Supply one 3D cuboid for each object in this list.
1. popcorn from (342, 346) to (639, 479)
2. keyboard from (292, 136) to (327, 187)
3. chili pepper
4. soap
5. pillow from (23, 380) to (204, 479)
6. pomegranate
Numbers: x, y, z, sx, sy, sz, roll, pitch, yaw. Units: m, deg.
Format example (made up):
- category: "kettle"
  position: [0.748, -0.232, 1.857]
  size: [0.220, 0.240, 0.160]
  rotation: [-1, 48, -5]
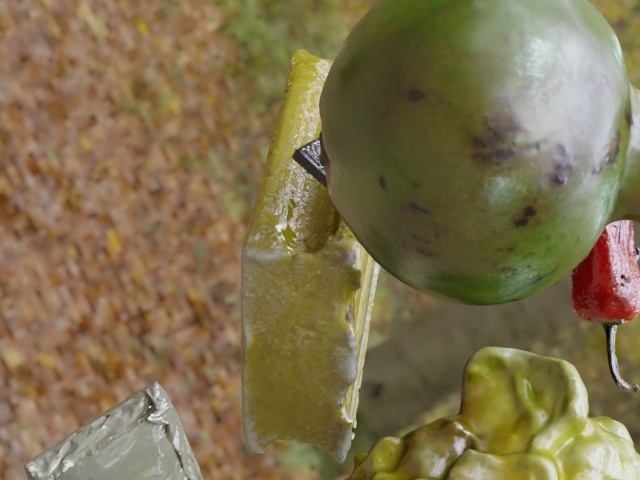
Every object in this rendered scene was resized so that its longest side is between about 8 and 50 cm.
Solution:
- category: "popcorn"
  position: [0.109, 0.193, 1.282]
  size: [0.181, 0.235, 0.216]
  rotation: [-119, -166, -61]
- category: "keyboard"
  position: [0.040, -0.063, 1.379]
  size: [0.061, 0.013, 0.204]
  rotation: [42, 24, 7]
- category: "chili pepper"
  position: [0.217, -0.016, 1.482]
  size: [0.050, 0.059, 0.267]
  rotation: [115, -29, -85]
- category: "soap"
  position: [0.000, 0.000, 1.510]
  size: [0.315, 0.091, 0.199]
  rotation: [-81, 175, -55]
- category: "pillow"
  position: [-0.136, 0.192, 1.414]
  size: [0.053, 0.119, 0.208]
  rotation: [39, -23, 36]
- category: "pomegranate"
  position: [0.112, -0.051, 1.086]
  size: [0.241, 0.190, 0.159]
  rotation: [40, -9, 9]
